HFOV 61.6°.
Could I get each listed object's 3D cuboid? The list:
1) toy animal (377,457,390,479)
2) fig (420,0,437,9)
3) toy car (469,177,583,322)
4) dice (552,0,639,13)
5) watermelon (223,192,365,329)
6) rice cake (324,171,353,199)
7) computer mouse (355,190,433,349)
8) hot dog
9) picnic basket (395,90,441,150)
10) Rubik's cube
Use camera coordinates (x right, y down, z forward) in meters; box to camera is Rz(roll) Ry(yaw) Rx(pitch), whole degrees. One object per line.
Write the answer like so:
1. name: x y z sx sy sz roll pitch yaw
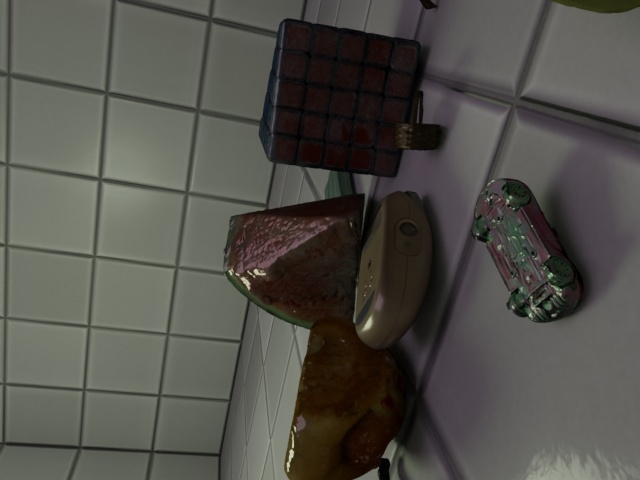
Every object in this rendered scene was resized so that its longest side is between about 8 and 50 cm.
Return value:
1. toy animal: 0.079 0.405 0.702 0.148 0.084 0.233 -154 70 -63
2. fig: 0.155 -0.460 0.801 0.201 0.133 0.146 102 179 -56
3. toy car: 0.190 0.006 0.493 0.069 0.055 0.142 114 146 -51
4. dice: 0.196 -0.283 0.390 0.169 0.169 0.166 111 163 -45
5. watermelon: -0.014 -0.016 0.961 0.293 0.282 0.251 -55 31 38
6. rice cake: 0.042 -0.083 1.215 0.237 0.043 0.127 -96 18 -49
7. computer mouse: 0.105 0.040 0.762 0.145 0.081 0.237 111 172 -48
8. hot dog: 0.043 0.227 0.766 0.257 0.153 0.150 -77 -3 -62
9. picnic basket: 0.142 -0.173 0.774 0.072 0.071 0.083 -129 39 -73
10. Rubik's cube: 0.022 -0.261 0.982 0.237 0.238 0.238 -113 33 -70
